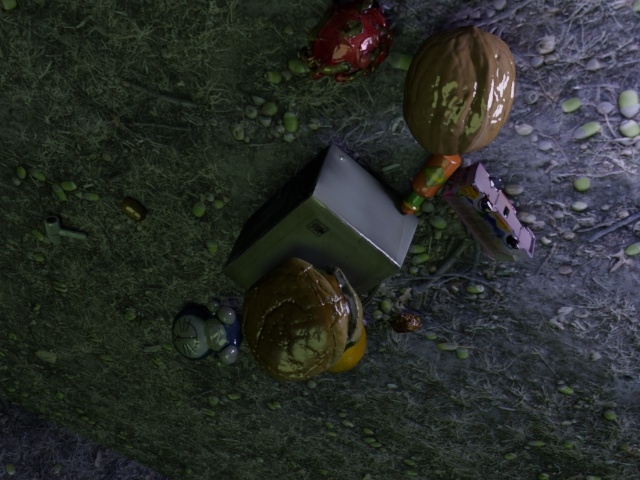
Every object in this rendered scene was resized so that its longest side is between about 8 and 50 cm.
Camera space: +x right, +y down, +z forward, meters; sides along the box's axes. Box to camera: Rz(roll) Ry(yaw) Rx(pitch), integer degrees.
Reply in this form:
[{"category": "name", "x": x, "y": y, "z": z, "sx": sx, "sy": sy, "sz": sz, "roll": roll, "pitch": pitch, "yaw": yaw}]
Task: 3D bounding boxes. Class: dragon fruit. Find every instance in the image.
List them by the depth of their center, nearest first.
[{"category": "dragon fruit", "x": 0.046, "y": -0.399, "z": 1.224, "sx": 0.166, "sy": 0.172, "sz": 0.160, "roll": 48, "pitch": 159, "yaw": 9}]

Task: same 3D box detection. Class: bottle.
[{"category": "bottle", "x": 0.255, "y": -0.136, "z": 1.450, "sx": 0.069, "sy": 0.069, "sz": 0.187, "roll": 28, "pitch": 125, "yaw": -8}]

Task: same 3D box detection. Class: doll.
[{"category": "doll", "x": -0.386, "y": 0.311, "z": 2.054, "sx": 0.259, "sy": 0.154, "sz": 0.228, "roll": -5, "pitch": 97, "yaw": 14}]

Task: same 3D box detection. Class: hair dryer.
[{"category": "hair dryer", "x": -0.813, "y": -0.029, "z": 1.959, "sx": 0.137, "sy": 0.047, "sz": 0.082, "roll": 12, "pitch": 134, "yaw": 0}]

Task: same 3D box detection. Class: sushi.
[{"category": "sushi", "x": 0.255, "y": 0.244, "z": 1.832, "sx": 0.118, "sy": 0.061, "sz": 0.060, "roll": -17, "pitch": 91, "yaw": 29}]

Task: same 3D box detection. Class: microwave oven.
[{"category": "microwave oven", "x": 0.000, "y": 0.000, "z": 1.562, "sx": 0.333, "sy": 0.247, "sz": 0.394, "roll": 40, "pitch": 132, "yaw": -16}]

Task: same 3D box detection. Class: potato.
[{"category": "potato", "x": -0.555, "y": -0.090, "z": 1.812, "sx": 0.051, "sy": 0.040, "sz": 0.083, "roll": -39, "pitch": 107, "yaw": 16}]

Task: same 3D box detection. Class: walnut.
[{"category": "walnut", "x": 0.276, "y": -0.297, "z": 1.218, "sx": 0.225, "sy": 0.225, "sz": 0.261, "roll": 12, "pitch": 122, "yaw": 8}]

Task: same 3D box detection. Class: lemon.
[{"category": "lemon", "x": 0.051, "y": 0.311, "z": 1.877, "sx": 0.187, "sy": 0.187, "sz": 0.244, "roll": 29, "pitch": 132, "yaw": -8}]

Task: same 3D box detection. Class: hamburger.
[{"category": "hamburger", "x": -0.055, "y": 0.180, "z": 1.410, "sx": 0.285, "sy": 0.265, "sz": 0.134, "roll": -45, "pitch": 152, "yaw": 25}]

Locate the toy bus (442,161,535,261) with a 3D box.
[{"category": "toy bus", "x": 0.411, "y": -0.060, "z": 1.473, "sx": 0.112, "sy": 0.090, "sz": 0.274, "roll": -20, "pitch": 123, "yaw": 41}]
